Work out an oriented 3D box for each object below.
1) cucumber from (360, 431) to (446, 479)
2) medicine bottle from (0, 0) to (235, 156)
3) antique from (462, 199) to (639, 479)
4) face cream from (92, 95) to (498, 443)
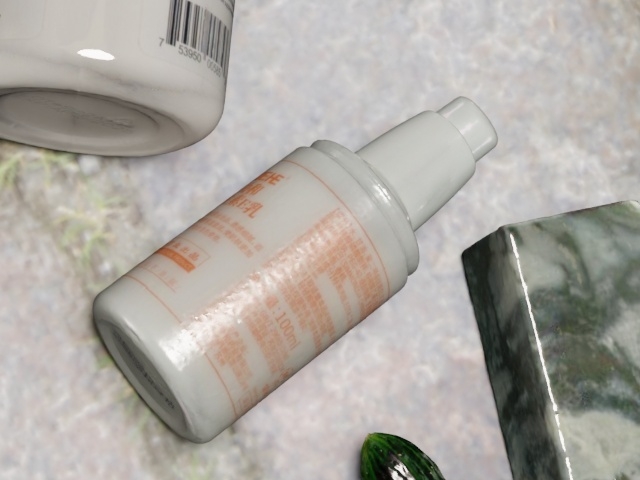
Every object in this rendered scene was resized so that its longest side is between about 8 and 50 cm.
[{"bbox_3d":[0.079,0.201,1.013,0.052,0.058,0.215,-31,84,17],"label":"cucumber"},{"bbox_3d":[-0.117,-0.202,0.992,0.157,0.157,0.289,8,77,-12],"label":"medicine bottle"},{"bbox_3d":[0.151,0.079,1.040,0.088,0.086,0.183,-10,82,-15],"label":"antique"},{"bbox_3d":[0.000,0.000,1.010,0.251,0.101,0.101,-38,90,-18],"label":"face cream"}]
